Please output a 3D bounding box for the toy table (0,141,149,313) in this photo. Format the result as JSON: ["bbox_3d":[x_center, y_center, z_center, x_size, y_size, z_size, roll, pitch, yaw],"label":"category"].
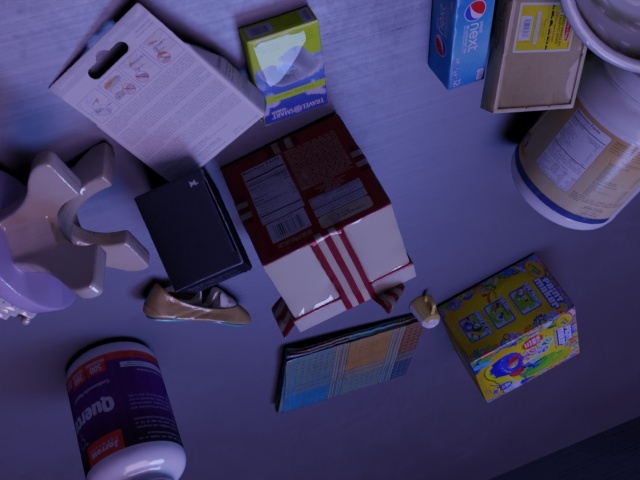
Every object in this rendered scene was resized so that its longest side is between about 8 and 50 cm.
[{"bbox_3d":[-0.368,-0.016,1.066,0.161,0.252,0.274,-15,155,12],"label":"toy table"}]

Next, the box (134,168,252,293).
[{"bbox_3d":[-0.187,-0.008,1.164,0.108,0.153,0.207,-24,175,-2],"label":"box"}]

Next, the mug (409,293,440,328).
[{"bbox_3d":[0.248,0.169,1.796,0.062,0.064,0.078,-31,143,6],"label":"mug"}]

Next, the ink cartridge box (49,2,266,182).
[{"bbox_3d":[-0.220,-0.204,1.061,0.189,0.066,0.232,-35,123,23],"label":"ink cartridge box"}]

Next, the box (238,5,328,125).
[{"bbox_3d":[-0.050,-0.246,1.122,0.109,0.042,0.178,-21,143,-8],"label":"box"}]

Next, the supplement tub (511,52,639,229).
[{"bbox_3d":[0.510,-0.192,1.353,0.228,0.228,0.316,-5,145,-28],"label":"supplement tub"}]

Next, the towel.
[{"bbox_3d":[0.069,0.302,1.873,0.370,0.040,0.271,-13,143,-21],"label":"towel"}]

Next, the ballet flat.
[{"bbox_3d":[-0.221,0.120,1.442,0.232,0.080,0.073,8,102,-41],"label":"ballet flat"}]

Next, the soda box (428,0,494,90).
[{"bbox_3d":[0.213,-0.335,1.150,0.067,0.071,0.210,-19,143,-12],"label":"soda box"}]

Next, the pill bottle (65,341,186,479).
[{"bbox_3d":[-0.363,0.362,1.433,0.182,0.323,0.181,-17,142,-14],"label":"pill bottle"}]

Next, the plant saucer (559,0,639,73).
[{"bbox_3d":[0.526,-0.441,1.091,0.401,0.100,0.400,-1,124,-2],"label":"plant saucer"}]

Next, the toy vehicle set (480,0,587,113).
[{"bbox_3d":[0.348,-0.334,1.185,0.166,0.035,0.266,-7,118,-24],"label":"toy vehicle set"}]

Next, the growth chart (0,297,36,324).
[{"bbox_3d":[-0.535,0.072,1.229,0.237,0.021,0.172,14,127,-43],"label":"growth chart"}]

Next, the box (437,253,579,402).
[{"bbox_3d":[0.477,0.226,1.916,0.279,0.177,0.290,-30,144,2],"label":"box"}]

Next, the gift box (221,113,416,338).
[{"bbox_3d":[0.000,0.000,1.268,0.255,0.276,0.258,-22,145,2],"label":"gift box"}]
